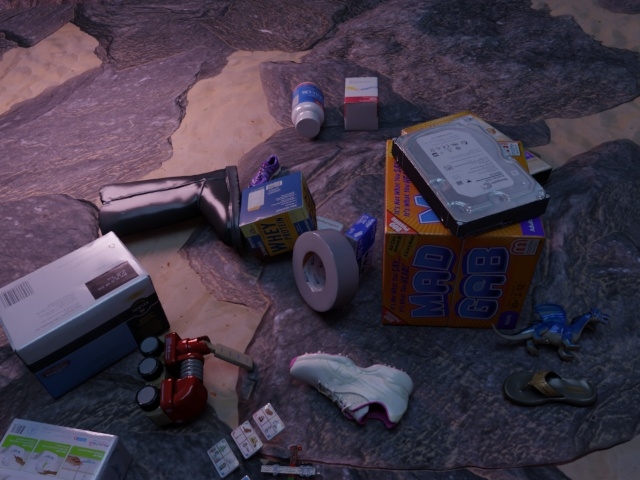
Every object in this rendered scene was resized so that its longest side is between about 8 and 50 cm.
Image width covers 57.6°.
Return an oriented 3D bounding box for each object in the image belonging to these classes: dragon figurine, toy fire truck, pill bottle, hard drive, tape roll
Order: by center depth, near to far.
[{"bbox_3d":[0.345,-0.160,1.388,0.237,0.064,0.339,-16,49,-11],"label":"hard drive"},{"bbox_3d":[-0.303,0.331,1.438,0.246,0.158,0.217,-16,46,4],"label":"toy fire truck"},{"bbox_3d":[0.580,0.218,1.483,0.289,0.085,0.144,7,47,11],"label":"dragon figurine"},{"bbox_3d":[0.011,0.078,1.573,0.072,0.219,0.219,-11,43,-34],"label":"tape roll"},{"bbox_3d":[-0.046,-0.487,2.188,0.124,0.124,0.221,-4,47,2],"label":"pill bottle"}]

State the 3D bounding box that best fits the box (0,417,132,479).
[{"bbox_3d":[-0.589,0.535,1.264,0.262,0.127,0.231,5,48,10],"label":"box"}]

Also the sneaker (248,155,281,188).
[{"bbox_3d":[-0.197,-0.231,1.995,0.068,0.071,0.170,15,50,19],"label":"sneaker"}]

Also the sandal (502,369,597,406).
[{"bbox_3d":[0.547,0.348,1.380,0.219,0.060,0.090,5,47,9],"label":"sandal"}]

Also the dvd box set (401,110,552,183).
[{"bbox_3d":[0.513,-0.290,1.961,0.308,0.062,0.420,-20,46,-23],"label":"dvd box set"}]

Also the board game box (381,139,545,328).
[{"bbox_3d":[0.345,-0.017,1.542,0.356,0.356,0.356,1,46,5],"label":"board game box"}]

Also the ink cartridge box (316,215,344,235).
[{"bbox_3d":[0.000,0.000,1.766,0.099,0.056,0.135,19,51,22],"label":"ink cartridge box"}]

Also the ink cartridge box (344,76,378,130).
[{"bbox_3d":[0.155,-0.516,2.194,0.127,0.128,0.176,-1,47,5],"label":"ink cartridge box"}]

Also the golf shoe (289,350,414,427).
[{"bbox_3d":[0.063,0.354,1.388,0.306,0.115,0.140,8,51,14],"label":"golf shoe"}]

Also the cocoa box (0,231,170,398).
[{"bbox_3d":[-0.618,0.190,1.524,0.347,0.228,0.231,-32,51,-23],"label":"cocoa box"}]

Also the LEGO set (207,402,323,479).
[{"bbox_3d":[-0.119,0.518,1.309,0.182,0.060,0.244,-37,52,-11],"label":"LEGO set"}]

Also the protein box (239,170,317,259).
[{"bbox_3d":[-0.124,-0.077,1.747,0.200,0.136,0.201,-17,36,9],"label":"protein box"}]

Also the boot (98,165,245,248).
[{"bbox_3d":[-0.468,-0.076,1.819,0.445,0.146,0.367,-8,38,-6],"label":"boot"}]

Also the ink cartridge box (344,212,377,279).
[{"bbox_3d":[0.107,0.030,1.621,0.046,0.207,0.097,29,55,23],"label":"ink cartridge box"}]
